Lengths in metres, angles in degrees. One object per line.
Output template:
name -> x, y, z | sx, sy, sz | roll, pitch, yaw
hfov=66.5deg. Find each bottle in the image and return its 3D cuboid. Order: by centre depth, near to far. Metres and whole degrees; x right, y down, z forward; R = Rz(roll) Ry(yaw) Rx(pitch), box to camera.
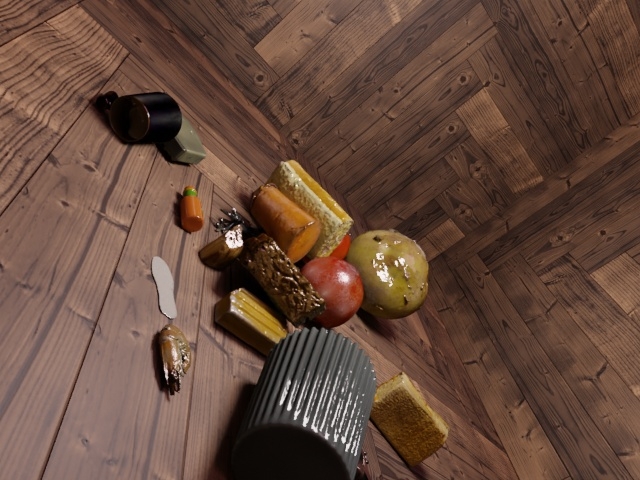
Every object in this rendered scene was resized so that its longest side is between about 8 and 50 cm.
bottle -> -0.407, -0.108, 1.537 | 0.069, 0.069, 0.187 | 37, 22, -41

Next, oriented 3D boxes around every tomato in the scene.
tomato -> 0.037, 0.181, 1.807 | 0.265, 0.265, 0.265 | 46, 17, -19
tomato -> 0.000, 0.000, 2.094 | 0.255, 0.256, 0.224 | 60, -13, 26

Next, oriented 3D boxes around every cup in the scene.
cup -> -0.599, -0.395, 1.577 | 0.177, 0.240, 0.165 | -49, 142, -68

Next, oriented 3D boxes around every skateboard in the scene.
skateboard -> 0.101, 0.640, 1.358 | 0.080, 0.067, 0.151 | 30, 20, -30

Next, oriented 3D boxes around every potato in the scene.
potato -> 0.281, 0.161, 2.290 | 0.442, 0.385, 0.319 | 46, 28, 23

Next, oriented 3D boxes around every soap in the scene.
soap -> -0.191, 0.229, 1.394 | 0.232, 0.073, 0.140 | 42, 17, -30

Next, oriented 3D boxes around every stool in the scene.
stool -> -0.031, 0.407, 1.104 | 0.297, 0.297, 0.330 | 49, 21, -9

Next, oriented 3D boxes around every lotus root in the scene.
lotus root -> -0.292, 0.026, 1.502 | 0.095, 0.135, 0.159 | 50, 30, -10

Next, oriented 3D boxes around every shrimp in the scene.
shrimp -> -0.317, 0.262, 1.069 | 0.099, 0.041, 0.180 | 57, 8, -41

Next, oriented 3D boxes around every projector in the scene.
projector -> -0.533, -0.395, 1.770 | 0.269, 0.088, 0.193 | 55, 15, 8

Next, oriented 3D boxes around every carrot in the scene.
carrot -> -0.142, -0.064, 1.752 | 0.254, 0.196, 0.196 | 42, 12, 22

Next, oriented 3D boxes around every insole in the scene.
insole -> -0.390, 0.116, 1.222 | 0.065, 0.004, 0.197 | 33, 25, -48

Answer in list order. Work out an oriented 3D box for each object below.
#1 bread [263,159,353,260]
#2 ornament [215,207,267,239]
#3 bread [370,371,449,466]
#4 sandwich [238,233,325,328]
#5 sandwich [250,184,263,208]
bread -> -0.073, -0.114, 1.914 | 0.375, 0.236, 0.165 | 49, 32, 20
ornament -> -0.267, -0.015, 1.709 | 0.236, 0.080, 0.202 | 38, 18, -45
bread -> 0.301, 0.620, 1.703 | 0.274, 0.185, 0.114 | 51, 10, -3
sandwich -> -0.120, 0.135, 1.537 | 0.325, 0.131, 0.262 | 52, -9, -15
sandwich -> -0.249, -0.152, 2.074 | 0.193, 0.058, 0.162 | 58, 18, 11
